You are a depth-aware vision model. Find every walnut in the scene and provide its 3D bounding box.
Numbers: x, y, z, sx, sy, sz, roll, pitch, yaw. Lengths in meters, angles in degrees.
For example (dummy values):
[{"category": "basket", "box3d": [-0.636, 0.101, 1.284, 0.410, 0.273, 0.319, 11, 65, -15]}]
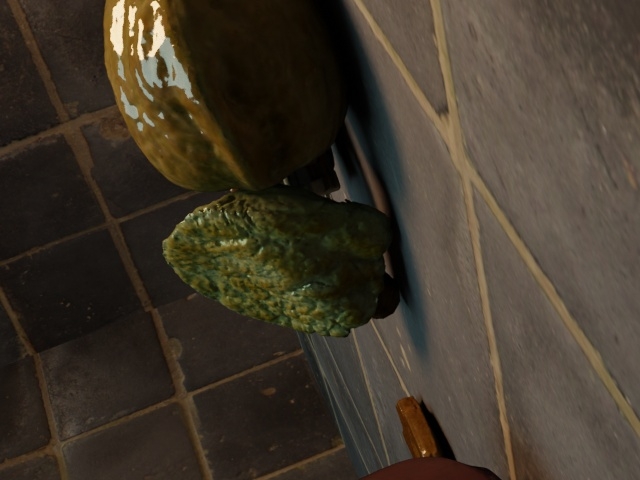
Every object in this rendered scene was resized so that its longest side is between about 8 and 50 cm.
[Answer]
[{"category": "walnut", "box3d": [-0.099, -0.181, 1.322, 0.283, 0.227, 0.283, -23, -90, -86]}]

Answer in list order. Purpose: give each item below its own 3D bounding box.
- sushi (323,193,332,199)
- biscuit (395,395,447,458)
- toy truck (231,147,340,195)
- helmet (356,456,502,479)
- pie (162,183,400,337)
[{"category": "sushi", "box3d": [0.000, 0.000, 1.994, 0.290, 0.050, 0.264, 94, 154, -76]}, {"category": "biscuit", "box3d": [0.143, 0.286, 1.733, 0.215, 0.034, 0.182, -122, 13, -74]}, {"category": "toy truck", "box3d": [-0.093, -0.191, 1.542, 0.184, 0.133, 0.338, -55, -54, -79]}, {"category": "helmet", "box3d": [0.122, 0.321, 1.214, 0.271, 0.197, 0.338, 58, 176, 27]}, {"category": "pie", "box3d": [-0.045, 0.023, 1.467, 0.274, 0.257, 0.105, 78, -165, -62]}]
